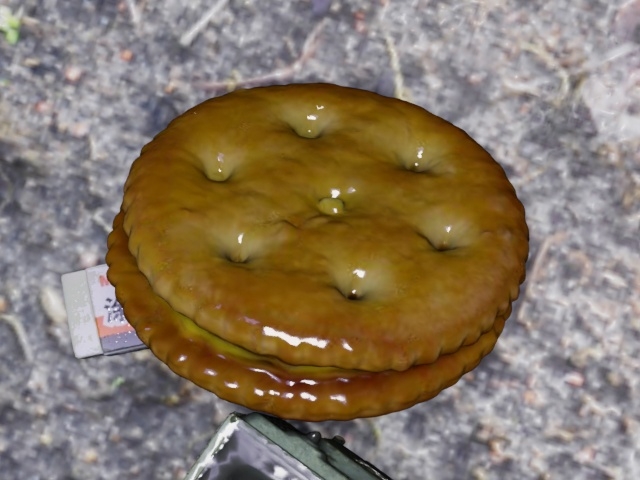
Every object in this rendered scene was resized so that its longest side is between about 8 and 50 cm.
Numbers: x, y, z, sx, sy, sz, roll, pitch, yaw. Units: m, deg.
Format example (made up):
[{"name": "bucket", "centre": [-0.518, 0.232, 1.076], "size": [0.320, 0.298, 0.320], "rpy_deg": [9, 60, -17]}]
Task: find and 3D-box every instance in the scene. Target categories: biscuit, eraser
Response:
[{"name": "biscuit", "centre": [0.000, 0.000, 0.927], "size": [0.220, 0.066, 0.220], "rpy_deg": [6, 42, -5]}, {"name": "eraser", "centre": [-0.082, 0.032, 1.000], "size": [0.122, 0.029, 0.052], "rpy_deg": [-11, 83, 3]}]

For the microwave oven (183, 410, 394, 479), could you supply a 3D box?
[{"name": "microwave oven", "centre": [0.020, 0.188, 0.910], "size": [0.205, 0.163, 0.129], "rpy_deg": [35, 86, 10]}]
